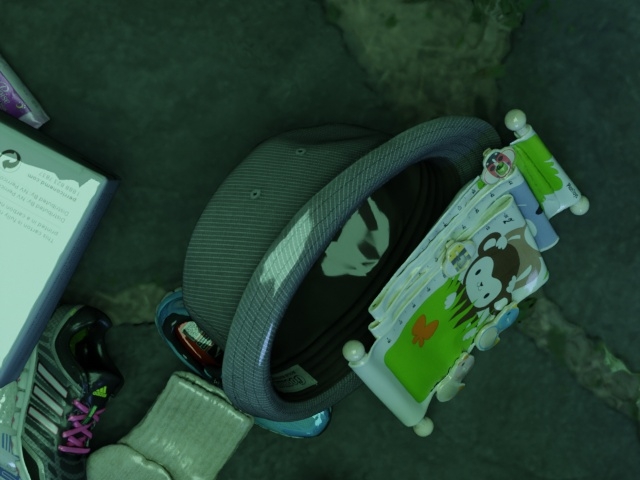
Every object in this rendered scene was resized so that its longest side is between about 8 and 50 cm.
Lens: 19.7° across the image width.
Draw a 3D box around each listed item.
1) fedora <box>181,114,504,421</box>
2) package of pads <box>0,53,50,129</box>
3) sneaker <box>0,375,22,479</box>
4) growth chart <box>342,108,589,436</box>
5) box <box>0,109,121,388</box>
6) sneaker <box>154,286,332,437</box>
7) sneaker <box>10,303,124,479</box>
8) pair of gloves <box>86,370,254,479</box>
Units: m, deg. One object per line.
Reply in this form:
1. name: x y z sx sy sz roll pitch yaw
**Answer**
1. fedora: 0.000 0.000 1.354 0.124 0.244 0.275 35 69 27
2. package of pads: -0.250 -0.109 1.409 0.050 0.032 0.083 -36 97 11
3. sneaker: -0.271 0.212 1.418 0.112 0.131 0.296 4 99 2
4. growth chart: 0.112 0.031 1.379 0.021 0.172 0.237 37 91 39
5. box: -0.267 -0.009 1.339 0.181 0.119 0.182 28 91 -2
6. sneaker: -0.063 0.103 1.421 0.162 0.073 0.063 35 99 -5
7. sneaker: -0.188 0.124 1.404 0.075 0.063 0.170 -10 74 30
8. pair of gloves: -0.079 0.234 1.431 0.240 0.042 0.204 41 118 -5
